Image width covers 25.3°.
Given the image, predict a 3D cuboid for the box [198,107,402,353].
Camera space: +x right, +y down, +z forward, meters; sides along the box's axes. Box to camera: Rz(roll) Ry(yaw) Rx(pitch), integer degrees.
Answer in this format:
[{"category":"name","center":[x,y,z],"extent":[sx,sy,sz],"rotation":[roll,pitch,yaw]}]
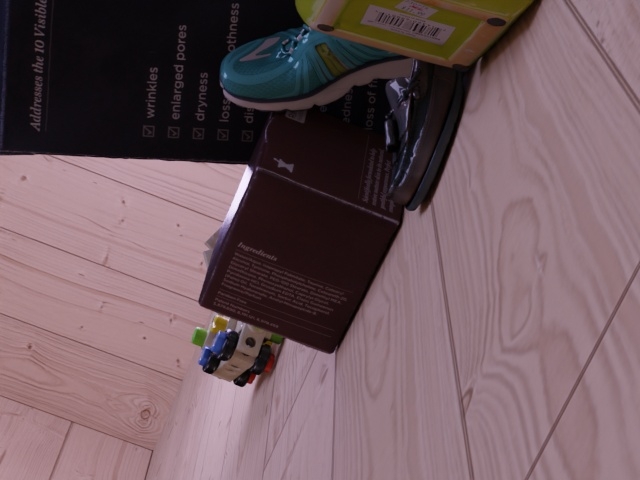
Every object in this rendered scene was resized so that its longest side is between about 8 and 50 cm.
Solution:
[{"category":"box","center":[-0.018,-0.017,1.605],"extent":[0.168,0.167,0.203],"rotation":[-78,11,-55]}]

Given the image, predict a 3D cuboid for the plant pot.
[{"category":"plant pot","center":[0.098,-0.291,1.326],"extent":[0.227,0.228,0.207],"rotation":[137,146,-75]}]

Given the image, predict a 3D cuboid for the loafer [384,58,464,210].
[{"category":"loafer","center":[0.101,-0.160,1.447],"extent":[0.096,0.084,0.267],"rotation":[129,161,-70]}]

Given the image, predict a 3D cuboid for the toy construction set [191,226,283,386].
[{"category":"toy construction set","center":[-0.116,0.104,2.195],"extent":[0.327,0.151,0.215],"rotation":[98,-170,-69]}]

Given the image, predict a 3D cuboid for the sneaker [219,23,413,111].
[{"category":"sneaker","center":[0.015,-0.225,1.557],"extent":[0.110,0.275,0.107],"rotation":[64,-170,-57]}]

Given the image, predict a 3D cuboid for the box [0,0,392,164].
[{"category":"box","center":[-0.147,-0.351,1.713],"extent":[0.297,0.472,0.480],"rotation":[-131,45,-66]}]
